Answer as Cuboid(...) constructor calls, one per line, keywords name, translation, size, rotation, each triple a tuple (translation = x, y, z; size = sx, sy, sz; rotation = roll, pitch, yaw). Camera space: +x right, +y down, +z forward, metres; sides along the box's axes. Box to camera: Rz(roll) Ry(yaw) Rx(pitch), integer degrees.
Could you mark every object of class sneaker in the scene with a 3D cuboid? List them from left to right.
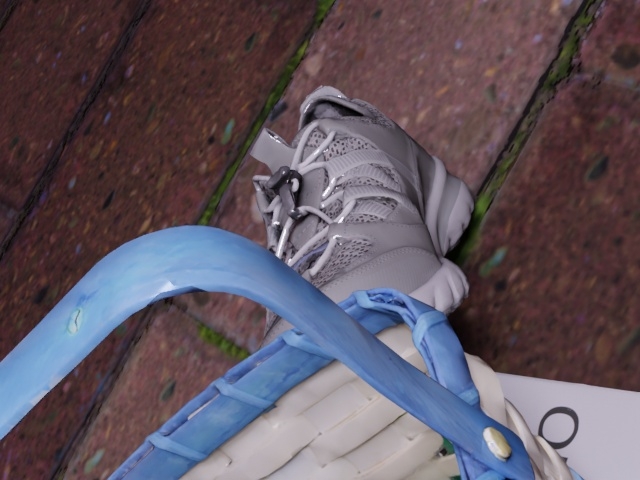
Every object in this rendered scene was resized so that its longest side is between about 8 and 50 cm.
Cuboid(name="sneaker", translation=(0.000, 0.000, 0.758), size=(0.105, 0.115, 0.281), rotation=(-42, 8, 16))

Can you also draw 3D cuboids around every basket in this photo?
Cuboid(name="basket", translation=(-0.036, 0.133, 0.551), size=(0.254, 0.289, 0.201), rotation=(-37, 46, 22))

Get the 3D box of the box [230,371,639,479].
Cuboid(name="box", translation=(0.053, 0.173, 0.713), size=(0.322, 0.058, 0.232), rotation=(2, 66, 52))
